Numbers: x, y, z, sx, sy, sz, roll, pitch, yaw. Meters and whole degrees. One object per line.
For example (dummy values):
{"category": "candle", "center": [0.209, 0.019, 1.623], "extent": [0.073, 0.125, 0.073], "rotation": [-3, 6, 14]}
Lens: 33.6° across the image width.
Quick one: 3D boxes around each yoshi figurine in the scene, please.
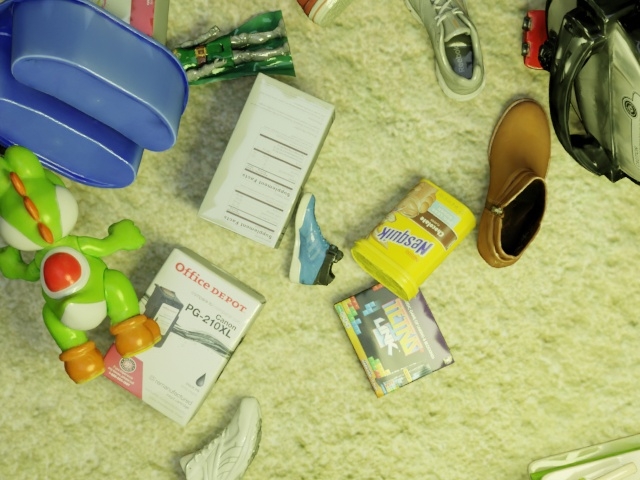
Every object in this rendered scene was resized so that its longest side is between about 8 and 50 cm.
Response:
{"category": "yoshi figurine", "center": [-0.392, 0.022, 1.626], "extent": [0.203, 0.203, 0.362], "rotation": [-17, 103, 43]}

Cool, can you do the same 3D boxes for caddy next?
{"category": "caddy", "center": [-0.364, -0.237, 1.633], "extent": [0.341, 0.179, 0.241], "rotation": [28, 131, -33]}

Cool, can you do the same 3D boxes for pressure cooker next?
{"category": "pressure cooker", "center": [0.528, -0.277, 1.568], "extent": [0.420, 0.375, 0.370], "rotation": [-27, 99, -4]}

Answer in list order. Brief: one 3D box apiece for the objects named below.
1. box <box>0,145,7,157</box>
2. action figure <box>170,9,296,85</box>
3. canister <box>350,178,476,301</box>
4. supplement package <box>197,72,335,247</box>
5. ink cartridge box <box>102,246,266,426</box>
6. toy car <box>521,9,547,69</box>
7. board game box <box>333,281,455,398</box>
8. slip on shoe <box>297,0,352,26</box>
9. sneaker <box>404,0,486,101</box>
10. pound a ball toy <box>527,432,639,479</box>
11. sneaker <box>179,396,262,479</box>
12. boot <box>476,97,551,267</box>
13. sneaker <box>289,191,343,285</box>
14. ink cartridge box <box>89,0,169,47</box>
{"category": "box", "center": [-0.642, -0.143, 1.667], "extent": [0.307, 0.242, 0.077], "rotation": [12, 89, 1]}
{"category": "action figure", "center": [-0.166, -0.304, 1.735], "extent": [0.232, 0.063, 0.137], "rotation": [-13, 60, 1]}
{"category": "canister", "center": [0.150, -0.004, 1.696], "extent": [0.126, 0.073, 0.170], "rotation": [37, 76, 28]}
{"category": "supplement package", "center": [-0.084, -0.122, 1.699], "extent": [0.133, 0.139, 0.244], "rotation": [24, 89, 1]}
{"category": "ink cartridge box", "center": [-0.221, 0.151, 1.717], "extent": [0.172, 0.100, 0.237], "rotation": [32, 90, 2]}
{"category": "toy car", "center": [0.384, -0.420, 1.735], "extent": [0.225, 0.053, 0.239], "rotation": [-29, 89, 1]}
{"category": "board game box", "center": [0.120, 0.151, 1.733], "extent": [0.141, 0.048, 0.170], "rotation": [-26, 88, 2]}
{"category": "slip on shoe", "center": [0.076, -0.499, 1.718], "extent": [0.101, 0.123, 0.331], "rotation": [44, 95, 6]}
{"category": "sneaker", "center": [0.206, -0.358, 1.705], "extent": [0.099, 0.121, 0.262], "rotation": [-23, 88, 0]}
{"category": "pound a ball toy", "center": [0.457, 0.398, 1.638], "extent": [0.319, 0.208, 0.136], "rotation": [-15, 88, 1]}
{"category": "sneaker", "center": [-0.169, 0.355, 1.720], "extent": [0.115, 0.090, 0.232], "rotation": [20, 89, 5]}
{"category": "boot", "center": [0.307, -0.095, 1.646], "extent": [0.109, 0.220, 0.284], "rotation": [20, 89, 2]}
{"category": "sneaker", "center": [0.000, 0.000, 1.733], "extent": [0.084, 0.058, 0.152], "rotation": [8, 93, 8]}
{"category": "ink cartridge box", "center": [-0.342, -0.379, 1.718], "extent": [0.176, 0.128, 0.127], "rotation": [4, 89, 1]}
